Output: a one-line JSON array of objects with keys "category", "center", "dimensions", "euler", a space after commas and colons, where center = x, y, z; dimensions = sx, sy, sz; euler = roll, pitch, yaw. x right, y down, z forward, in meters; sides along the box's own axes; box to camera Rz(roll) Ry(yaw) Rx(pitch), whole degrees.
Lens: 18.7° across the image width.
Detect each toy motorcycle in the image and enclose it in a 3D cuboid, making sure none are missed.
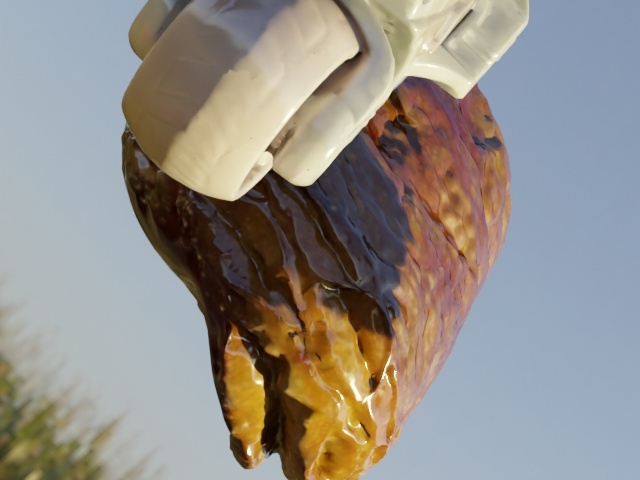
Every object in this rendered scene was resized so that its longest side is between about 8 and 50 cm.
[{"category": "toy motorcycle", "center": [0.029, -0.109, 0.629], "dimensions": [0.112, 0.254, 0.112], "euler": [24, -40, 22]}]

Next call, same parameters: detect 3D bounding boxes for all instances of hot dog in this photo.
[{"category": "hot dog", "center": [0.000, 0.000, 1.170], "dimensions": [0.267, 0.174, 0.387], "euler": [68, 22, -12]}]
